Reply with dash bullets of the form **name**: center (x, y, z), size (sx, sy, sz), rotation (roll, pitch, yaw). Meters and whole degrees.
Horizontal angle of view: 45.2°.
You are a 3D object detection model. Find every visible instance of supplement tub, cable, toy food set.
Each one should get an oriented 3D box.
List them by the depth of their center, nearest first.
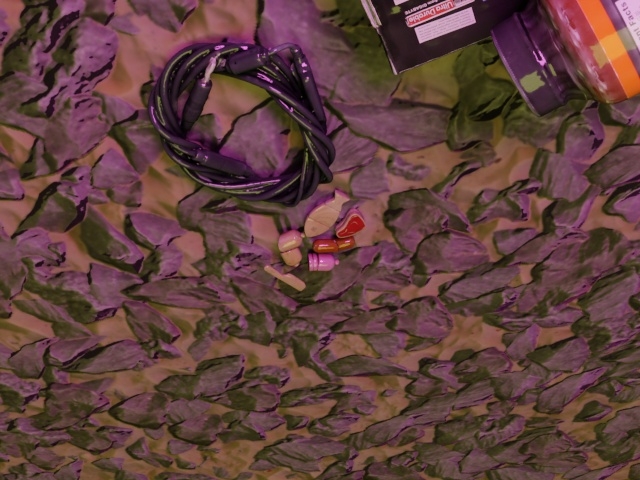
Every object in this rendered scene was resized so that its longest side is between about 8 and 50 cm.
- **supplement tub**: center (0.211, -0.156, 0.484), size (0.198, 0.106, 0.106), rotation (-28, 131, 24)
- **cable**: center (-0.066, -0.091, 0.682), size (0.150, 0.047, 0.184), rotation (-11, 136, 8)
- **toy food set**: center (0.000, 0.000, 0.804), size (0.078, 0.019, 0.122), rotation (33, 118, -33)

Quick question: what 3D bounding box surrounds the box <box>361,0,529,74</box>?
- **box**: center (0.147, -0.277, 0.482), size (0.322, 0.079, 0.257), rotation (-20, 136, 16)
